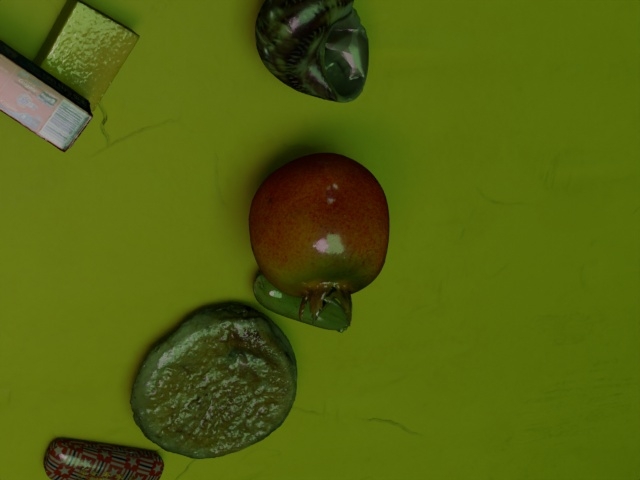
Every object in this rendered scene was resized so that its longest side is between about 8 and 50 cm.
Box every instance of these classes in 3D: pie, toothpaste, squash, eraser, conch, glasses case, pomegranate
[{"bbox_3d":[-0.165,0.231,1.748,0.277,0.078,0.277,-9,119,-16],"label":"pie"},{"bbox_3d":[-0.428,-0.227,1.342,0.320,0.076,0.066,36,98,-25],"label":"toothpaste"},{"bbox_3d":[-0.028,0.101,1.750,0.201,0.066,0.066,29,100,-37],"label":"squash"},{"bbox_3d":[-0.311,-0.243,1.442,0.097,0.045,0.122,27,102,-34],"label":"eraser"},{"bbox_3d":[-0.009,-0.294,1.522,0.187,0.124,0.182,3,106,-53],"label":"conch"},{"bbox_3d":[-0.341,0.362,1.739,0.194,0.049,0.073,15,108,-31],"label":"glasses case"},{"bbox_3d":[0.000,0.000,1.599,0.220,0.257,0.221,-4,155,-2],"label":"pomegranate"}]
